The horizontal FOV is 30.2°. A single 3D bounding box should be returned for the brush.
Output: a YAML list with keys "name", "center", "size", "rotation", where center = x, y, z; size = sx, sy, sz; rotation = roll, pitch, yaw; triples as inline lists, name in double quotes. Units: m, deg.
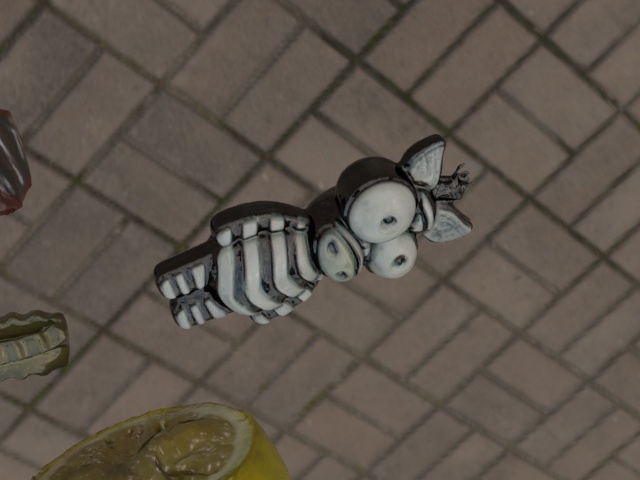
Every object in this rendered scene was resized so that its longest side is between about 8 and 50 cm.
- name: "brush"
  center: [-0.443, 0.138, 1.378]
  size: [0.301, 0.071, 0.084]
  rotation: [-7, 144, -10]

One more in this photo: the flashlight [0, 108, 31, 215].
- name: "flashlight"
  center: [-0.354, -0.048, 0.948]
  size: [0.232, 0.093, 0.093]
  rotation: [-8, 126, 8]

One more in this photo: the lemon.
- name: "lemon"
  center: [-0.183, 0.403, 1.500]
  size: [0.364, 0.364, 0.364]
  rotation: [-6, 125, -9]

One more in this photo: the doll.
- name: "doll"
  center: [0.000, 0.000, 0.779]
  size: [0.219, 0.067, 0.091]
  rotation: [-22, 128, -2]
